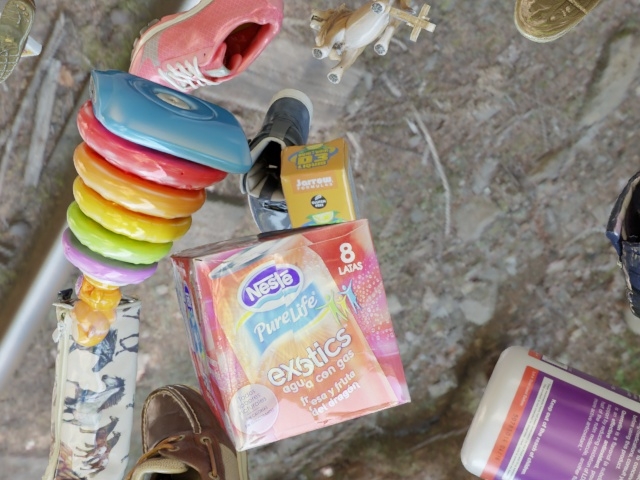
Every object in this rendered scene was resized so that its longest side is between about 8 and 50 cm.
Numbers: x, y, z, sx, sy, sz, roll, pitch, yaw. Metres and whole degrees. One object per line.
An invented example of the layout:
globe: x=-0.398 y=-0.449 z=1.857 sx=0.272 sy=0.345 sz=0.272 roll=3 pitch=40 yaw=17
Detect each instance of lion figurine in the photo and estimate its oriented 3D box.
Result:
lion figurine: x=0.112 y=-0.513 z=2.078 sx=0.392 sy=0.240 sz=0.142 roll=-15 pitch=124 yaw=45

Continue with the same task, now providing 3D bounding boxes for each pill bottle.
pill bottle: x=0.357 y=0.275 z=1.148 sx=0.181 sy=0.322 sz=0.181 roll=-60 pitch=164 yaw=-28

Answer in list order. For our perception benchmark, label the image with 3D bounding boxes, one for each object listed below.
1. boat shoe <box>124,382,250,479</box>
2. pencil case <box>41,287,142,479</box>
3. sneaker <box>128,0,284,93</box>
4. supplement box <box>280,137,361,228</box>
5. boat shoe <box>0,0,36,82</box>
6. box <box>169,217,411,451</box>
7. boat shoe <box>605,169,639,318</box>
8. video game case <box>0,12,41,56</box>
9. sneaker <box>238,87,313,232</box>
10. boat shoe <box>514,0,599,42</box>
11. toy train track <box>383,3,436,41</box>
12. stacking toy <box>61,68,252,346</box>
boat shoe: x=-0.160 y=0.276 z=1.036 sx=0.123 sy=0.342 sz=0.123 roll=-48 pitch=129 yaw=12
pencil case: x=-0.459 y=0.305 z=1.759 sx=0.183 sy=0.160 sz=0.411 roll=2 pitch=97 yaw=-39
sneaker: x=-0.176 y=-0.279 z=1.314 sx=0.314 sy=0.136 sz=0.116 roll=-35 pitch=136 yaw=26
supplement box: x=0.013 y=0.004 z=1.036 sx=0.078 sy=0.080 sz=0.233 roll=-9 pitch=119 yaw=8
boat shoe: x=-0.543 y=-0.348 z=1.559 sx=0.064 sy=0.060 sz=0.178 roll=31 pitch=115 yaw=-13
box: x=-0.045 y=0.069 z=0.801 sx=0.142 sy=0.154 sz=0.300 roll=-14 pitch=-178 yaw=-13
boat shoe: x=0.473 y=-0.068 z=1.094 sx=0.340 sy=0.127 sz=0.158 roll=-53 pitch=130 yaw=-21
video game case: x=-0.690 y=-0.413 z=1.719 sx=0.227 sy=0.026 sz=0.206 roll=0 pitch=157 yaw=28
sneaker: x=-0.064 y=-0.064 z=1.172 sx=0.086 sy=0.163 sz=0.226 roll=8 pitch=126 yaw=1
boat shoe: x=0.359 y=-0.400 z=1.275 sx=0.302 sy=0.109 sz=0.098 roll=-61 pitch=-177 yaw=-12
toy train track: x=0.112 y=-0.287 z=1.150 sx=0.014 sy=0.083 sz=0.048 roll=4 pitch=114 yaw=-51
stacking toy: x=-0.210 y=-0.016 z=0.951 sx=0.165 sy=0.175 sz=0.302 roll=16 pitch=111 yaw=-25
